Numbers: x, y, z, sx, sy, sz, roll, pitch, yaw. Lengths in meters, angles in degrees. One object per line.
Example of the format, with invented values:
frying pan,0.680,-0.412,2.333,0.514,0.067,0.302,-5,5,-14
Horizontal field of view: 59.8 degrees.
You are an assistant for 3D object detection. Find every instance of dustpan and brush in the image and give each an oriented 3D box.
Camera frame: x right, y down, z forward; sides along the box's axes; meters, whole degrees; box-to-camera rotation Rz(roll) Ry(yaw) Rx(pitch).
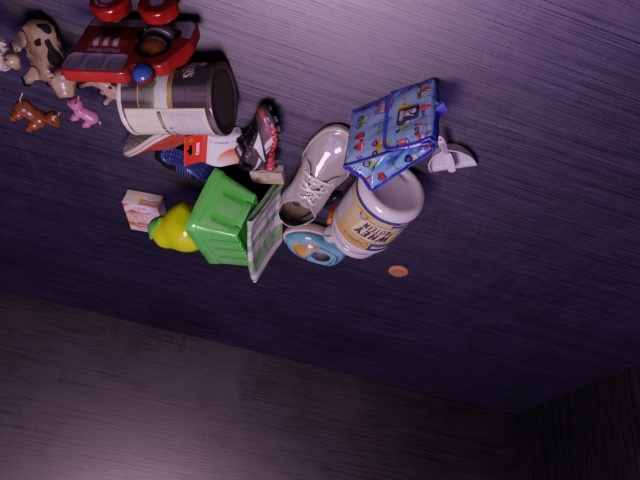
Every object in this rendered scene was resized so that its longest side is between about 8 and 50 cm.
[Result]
dustpan and brush,0.386,-0.263,1.690,0.147,0.060,0.211,-6,144,23

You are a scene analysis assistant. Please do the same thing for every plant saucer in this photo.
plant saucer,0.330,0.132,2.360,0.083,0.013,0.083,7,147,5

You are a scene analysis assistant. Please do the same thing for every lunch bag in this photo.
lunch bag,0.223,-0.299,1.527,0.293,0.221,0.138,-22,136,39

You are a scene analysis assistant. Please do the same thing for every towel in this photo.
towel,-0.194,-0.030,1.994,0.038,0.248,0.325,20,139,12

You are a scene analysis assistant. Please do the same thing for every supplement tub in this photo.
supplement tub,0.177,-0.094,1.854,0.228,0.229,0.316,18,147,-13

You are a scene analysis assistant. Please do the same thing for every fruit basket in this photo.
fruit basket,-0.403,-0.068,1.962,0.391,0.283,0.392,20,160,8

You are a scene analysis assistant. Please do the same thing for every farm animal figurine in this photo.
farm animal figurine,-0.715,-0.465,1.535,0.172,0.330,0.327,-15,112,37

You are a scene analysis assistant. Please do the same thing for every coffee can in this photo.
coffee can,-0.396,-0.395,1.561,0.275,0.202,0.202,2,147,12

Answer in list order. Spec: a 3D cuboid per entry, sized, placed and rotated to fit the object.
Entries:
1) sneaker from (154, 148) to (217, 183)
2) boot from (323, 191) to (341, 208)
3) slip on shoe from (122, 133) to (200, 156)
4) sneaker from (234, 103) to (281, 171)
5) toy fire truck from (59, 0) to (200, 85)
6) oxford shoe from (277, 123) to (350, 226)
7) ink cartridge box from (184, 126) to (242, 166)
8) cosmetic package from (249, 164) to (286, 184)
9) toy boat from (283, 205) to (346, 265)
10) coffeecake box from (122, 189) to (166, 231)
sneaker,-0.459,-0.261,1.915,0.232,0.082,0.090,27,170,-37
boot,0.001,-0.162,1.970,0.099,0.045,0.121,38,137,-28
slip on shoe,-0.504,-0.331,1.778,0.331,0.123,0.101,-16,144,27
sneaker,-0.196,-0.306,1.718,0.135,0.098,0.276,-11,151,-15
toy fire truck,-0.467,-0.482,1.397,0.301,0.254,0.169,6,148,6
oxford shoe,-0.016,-0.191,1.820,0.169,0.130,0.449,28,134,-12
ink cartridge box,-0.343,-0.289,1.781,0.179,0.045,0.145,-19,156,-24
cosmetic package,-0.180,-0.227,1.913,0.115,0.041,0.060,3,147,11
toy boat,0.000,0.000,2.119,0.267,0.148,0.318,19,147,-14
coffeecake box,-0.690,-0.110,2.207,0.142,0.068,0.186,10,147,1
